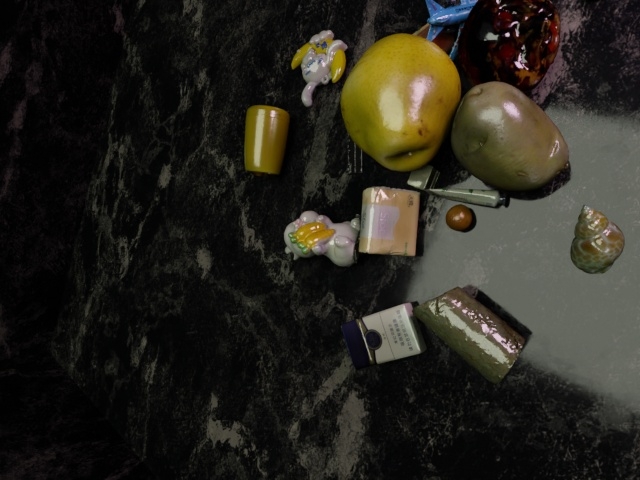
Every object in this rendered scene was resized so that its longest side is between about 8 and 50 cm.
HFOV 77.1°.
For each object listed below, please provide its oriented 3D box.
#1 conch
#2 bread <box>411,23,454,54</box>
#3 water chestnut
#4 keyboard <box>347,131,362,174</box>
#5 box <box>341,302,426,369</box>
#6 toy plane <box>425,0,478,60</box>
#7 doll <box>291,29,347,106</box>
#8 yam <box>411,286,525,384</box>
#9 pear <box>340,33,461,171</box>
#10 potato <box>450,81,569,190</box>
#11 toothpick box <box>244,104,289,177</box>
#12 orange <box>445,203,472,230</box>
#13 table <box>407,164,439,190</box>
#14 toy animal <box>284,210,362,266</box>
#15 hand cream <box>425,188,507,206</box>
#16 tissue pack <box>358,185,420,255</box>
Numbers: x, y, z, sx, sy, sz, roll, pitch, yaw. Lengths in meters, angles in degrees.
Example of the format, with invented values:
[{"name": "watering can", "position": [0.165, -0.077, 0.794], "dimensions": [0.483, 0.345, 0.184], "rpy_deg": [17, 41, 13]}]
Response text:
[{"name": "conch", "position": [0.712, 0.008, 1.038], "dimensions": [0.116, 0.106, 0.172], "rpy_deg": [43, 125, 47]}, {"name": "bread", "position": [0.366, -0.644, 1.293], "dimensions": [0.119, 0.192, 0.067], "rpy_deg": [54, 161, -14]}, {"name": "water chestnut", "position": [0.517, -0.540, 1.108], "dimensions": [0.289, 0.244, 0.288], "rpy_deg": [3, 96, 31]}, {"name": "keyboard", "position": [0.127, -0.345, 1.492], "dimensions": [0.064, 0.010, 0.197], "rpy_deg": [-2, 86, 32]}, {"name": "box", "position": [0.209, 0.327, 1.363], "dimensions": [0.259, 0.071, 0.168], "rpy_deg": [-26, 74, 28]}, {"name": "toy plane", "position": [0.433, -0.686, 1.209], "dimensions": [0.105, 0.272, 0.254], "rpy_deg": [46, 153, 50]}, {"name": "doll", "position": [-0.008, -0.672, 1.540], "dimensions": [0.252, 0.111, 0.237], "rpy_deg": [-34, 71, 18]}, {"name": "yam", "position": [0.430, 0.256, 1.170], "dimensions": [0.304, 0.168, 0.168], "rpy_deg": [43, 110, 27]}, {"name": "pear", "position": [0.240, -0.414, 1.221], "dimensions": [0.363, 0.362, 0.417], "rpy_deg": [-21, 59, 31]}, {"name": "potato", "position": [0.500, -0.271, 1.099], "dimensions": [0.326, 0.221, 0.243], "rpy_deg": [44, 145, -10]}, {"name": "toothpick box", "position": [-0.224, -0.393, 1.631], "dimensions": [0.175, 0.175, 0.271], "rpy_deg": [10, 96, 33]}, {"name": "orange", "position": [0.429, -0.070, 1.243], "dimensions": [0.085, 0.085, 0.084], "rpy_deg": [-2, 86, 33]}, {"name": "table", "position": [0.335, -0.204, 1.303], "dimensions": [0.062, 0.083, 0.079], "rpy_deg": [26, 101, 31]}, {"name": "toy animal", "position": [-0.001, -0.005, 1.435], "dimensions": [0.310, 0.247, 0.182], "rpy_deg": [4, 72, 18]}, {"name": "hand cream", "position": [0.447, -0.139, 1.239], "dimensions": [0.234, 0.080, 0.050], "rpy_deg": [10, 90, 29]}, {"name": "tissue pack", "position": [0.226, -0.061, 1.319], "dimensions": [0.090, 0.187, 0.222], "rpy_deg": [-164, 80, -77]}]
